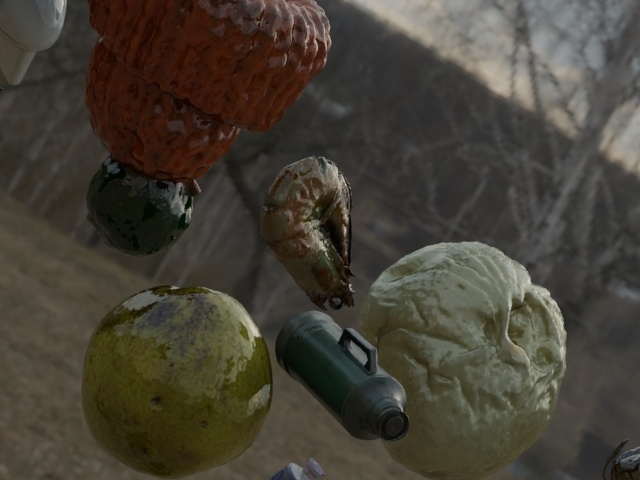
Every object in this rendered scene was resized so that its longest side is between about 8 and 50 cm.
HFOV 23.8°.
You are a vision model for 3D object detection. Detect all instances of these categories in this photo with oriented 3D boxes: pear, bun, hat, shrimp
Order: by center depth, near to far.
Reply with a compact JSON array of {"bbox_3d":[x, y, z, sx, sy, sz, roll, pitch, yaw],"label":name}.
[{"bbox_3d":[-0.145,0.132,1.518,0.197,0.197,0.197,29,3,-2],"label":"pear"},{"bbox_3d":[-0.185,-0.188,1.840,0.285,0.400,0.285,26,33,-18],"label":"hat"},{"bbox_3d":[0.001,0.001,2.102,0.062,0.154,0.294,28,-25,35],"label":"shrimp"},{"bbox_3d":[0.225,0.176,2.224,0.227,0.352,0.349,-16,-63,51],"label":"bun"}]

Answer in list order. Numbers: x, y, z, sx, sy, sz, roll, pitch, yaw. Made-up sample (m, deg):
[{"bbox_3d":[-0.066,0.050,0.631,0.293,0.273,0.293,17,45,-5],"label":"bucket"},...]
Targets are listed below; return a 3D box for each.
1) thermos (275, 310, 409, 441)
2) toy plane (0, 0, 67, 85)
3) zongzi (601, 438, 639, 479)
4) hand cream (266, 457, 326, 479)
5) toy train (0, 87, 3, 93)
[{"bbox_3d":[0.030,0.135,1.485,0.073,0.083,0.188,34,3,-36],"label":"thermos"},{"bbox_3d":[-0.231,-0.222,0.971,0.245,0.244,0.117,29,-37,-8],"label":"toy plane"},{"bbox_3d":[0.354,0.203,1.141,0.248,0.111,0.241,8,-7,-17],"label":"zongzi"},{"bbox_3d":[-0.055,0.344,2.024,0.053,0.142,0.084,39,16,-50],"label":"hand cream"},{"bbox_3d":[-0.461,-0.236,1.722,0.150,0.369,0.237,39,39,16],"label":"toy train"}]
